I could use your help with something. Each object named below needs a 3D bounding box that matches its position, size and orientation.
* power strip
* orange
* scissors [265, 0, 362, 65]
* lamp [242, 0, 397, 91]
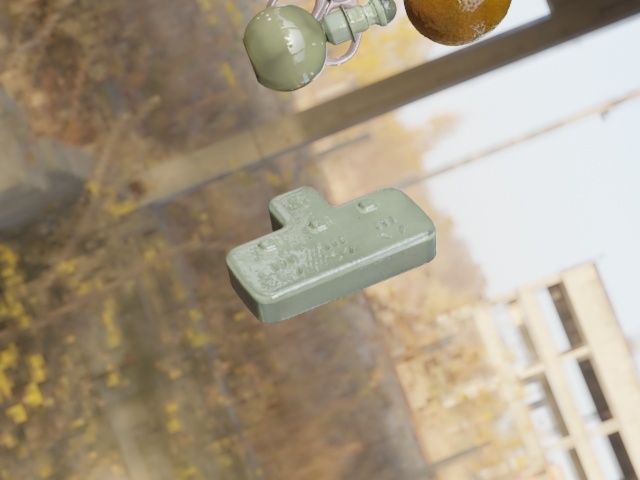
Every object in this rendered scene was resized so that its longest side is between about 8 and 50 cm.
[{"bbox_3d":[0.000,0.000,2.149,0.193,0.265,0.059,48,-27,47],"label":"power strip"},{"bbox_3d":[0.098,-0.176,1.169,0.085,0.085,0.085,-21,90,-89],"label":"orange"},{"bbox_3d":[0.034,-0.321,1.880,0.118,0.242,0.030,30,-2,-23],"label":"scissors"},{"bbox_3d":[0.003,-0.215,1.706,0.091,0.163,0.091,158,-90,-87],"label":"lamp"}]
